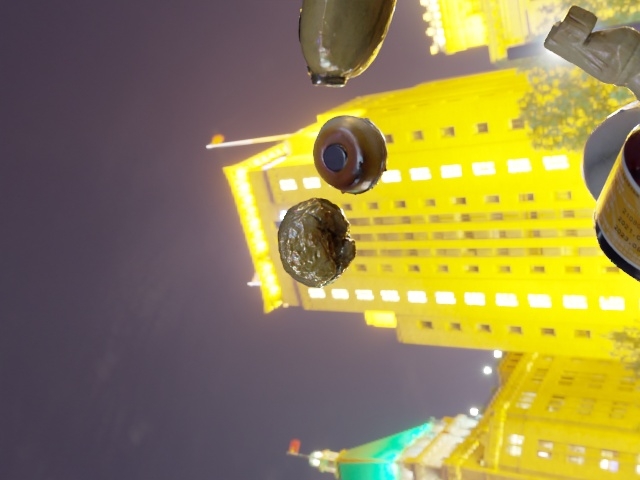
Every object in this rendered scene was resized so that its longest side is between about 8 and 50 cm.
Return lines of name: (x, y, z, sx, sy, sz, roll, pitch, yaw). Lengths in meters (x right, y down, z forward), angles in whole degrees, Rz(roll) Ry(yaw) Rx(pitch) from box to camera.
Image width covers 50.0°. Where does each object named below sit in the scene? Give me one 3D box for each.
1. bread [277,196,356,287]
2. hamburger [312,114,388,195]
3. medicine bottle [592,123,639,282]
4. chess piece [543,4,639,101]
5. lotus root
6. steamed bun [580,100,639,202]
bread: (0.000, 0.000, 1.726, 0.244, 0.134, 0.244, 17, -111, -52)
hamburger: (0.083, -0.236, 1.883, 0.147, 0.237, 0.236, -25, -71, -50)
medicine bottle: (0.553, -0.117, 0.945, 0.395, 0.243, 0.242, 98, -162, -51)
chess piece: (0.647, -0.408, 1.514, 0.137, 0.301, 0.137, -58, -11, -18)
lotus root: (0.045, -0.381, 1.058, 0.146, 0.131, 0.303, 20, -103, -44)
steamed bun: (0.895, -0.219, 1.862, 0.334, 0.374, 0.333, 8, -110, -22)
